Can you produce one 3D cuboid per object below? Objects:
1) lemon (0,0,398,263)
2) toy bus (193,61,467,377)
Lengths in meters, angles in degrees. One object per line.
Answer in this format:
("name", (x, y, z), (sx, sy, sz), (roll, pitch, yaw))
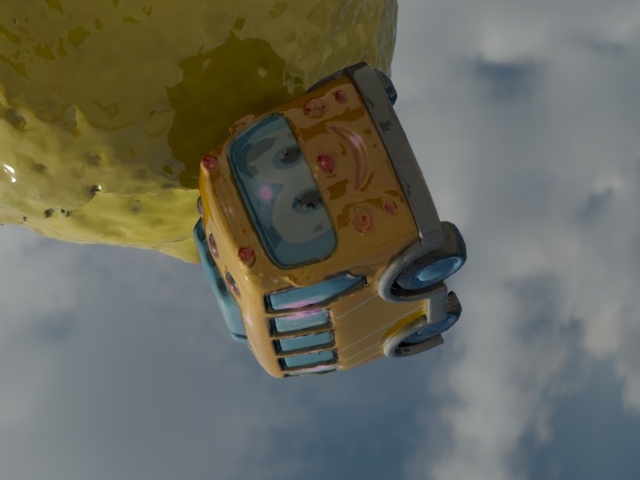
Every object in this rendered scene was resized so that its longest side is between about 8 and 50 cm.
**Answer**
("lemon", (-0.119, -0.173, 1.008), (0.350, 0.350, 0.387), (-8, -84, -1))
("toy bus", (0.000, 0.000, 0.866), (0.136, 0.209, 0.126), (-20, -111, -5))
